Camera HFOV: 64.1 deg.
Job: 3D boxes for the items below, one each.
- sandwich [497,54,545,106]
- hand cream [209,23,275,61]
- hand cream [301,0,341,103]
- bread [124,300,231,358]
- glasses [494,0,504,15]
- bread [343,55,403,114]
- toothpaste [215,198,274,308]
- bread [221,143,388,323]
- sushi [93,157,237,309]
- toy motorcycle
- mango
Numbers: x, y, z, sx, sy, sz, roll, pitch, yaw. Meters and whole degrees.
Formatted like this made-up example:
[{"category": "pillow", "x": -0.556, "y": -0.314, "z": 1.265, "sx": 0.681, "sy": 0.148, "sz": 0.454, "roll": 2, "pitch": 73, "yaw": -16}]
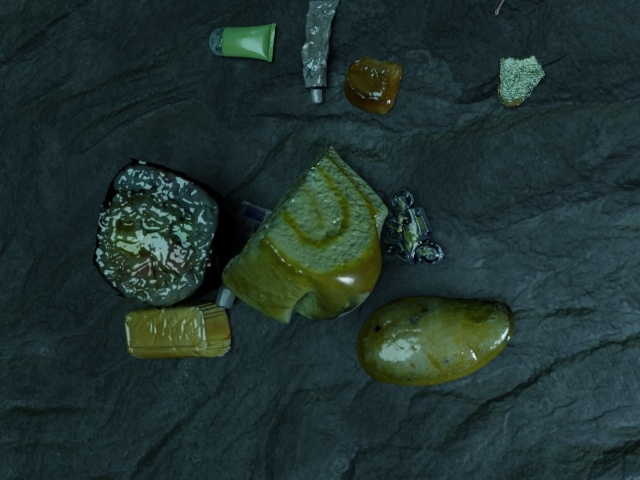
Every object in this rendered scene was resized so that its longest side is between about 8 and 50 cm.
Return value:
[{"category": "sandwich", "x": 0.418, "y": -0.332, "z": 1.071, "sx": 0.093, "sy": 0.036, "sz": 0.104, "roll": 6, "pitch": 94, "yaw": 21}, {"category": "hand cream", "x": -0.200, "y": -0.508, "z": 1.311, "sx": 0.175, "sy": 0.046, "sz": 0.095, "roll": 7, "pitch": 93, "yaw": 15}, {"category": "hand cream", "x": -0.006, "y": -0.459, "z": 1.234, "sx": 0.084, "sy": 0.050, "sz": 0.256, "roll": 5, "pitch": 90, "yaw": 24}, {"category": "bread", "x": -0.386, "y": 0.241, "z": 1.359, "sx": 0.289, "sy": 0.119, "sz": 0.152, "roll": -7, "pitch": 85, "yaw": 21}, {"category": "glasses", "x": 0.338, "y": -0.642, "z": 1.098, "sx": 0.234, "sy": 0.118, "sz": 0.268, "roll": 21, "pitch": 119, "yaw": 18}, {"category": "bread", "x": 0.118, "y": -0.366, "z": 1.187, "sx": 0.129, "sy": 0.044, "sz": 0.126, "roll": 23, "pitch": 98, "yaw": 23}, {"category": "toothpaste", "x": -0.205, "y": 0.039, "z": 1.320, "sx": 0.099, "sy": 0.068, "sz": 0.282, "roll": 21, "pitch": 89, "yaw": -10}, {"category": "bread", "x": 0.007, "y": -0.002, "z": 1.111, "sx": 0.264, "sy": 0.395, "sz": 0.239, "roll": 38, "pitch": 137, "yaw": -5}, {"category": "sushi", "x": -0.353, "y": -0.012, "z": 1.265, "sx": 0.329, "sy": 0.285, "sz": 0.327, "roll": 11, "pitch": 92, "yaw": 7}, {"category": "toy motorcycle", "x": 0.189, "y": -0.017, "z": 1.157, "sx": 0.124, "sy": 0.061, "sz": 0.193, "roll": -32, "pitch": 79, "yaw": 26}, {"category": "mango", "x": 0.241, "y": 0.211, "z": 1.096, "sx": 0.330, "sy": 0.175, "sz": 0.176, "roll": -5, "pitch": 122, "yaw": 2}]
